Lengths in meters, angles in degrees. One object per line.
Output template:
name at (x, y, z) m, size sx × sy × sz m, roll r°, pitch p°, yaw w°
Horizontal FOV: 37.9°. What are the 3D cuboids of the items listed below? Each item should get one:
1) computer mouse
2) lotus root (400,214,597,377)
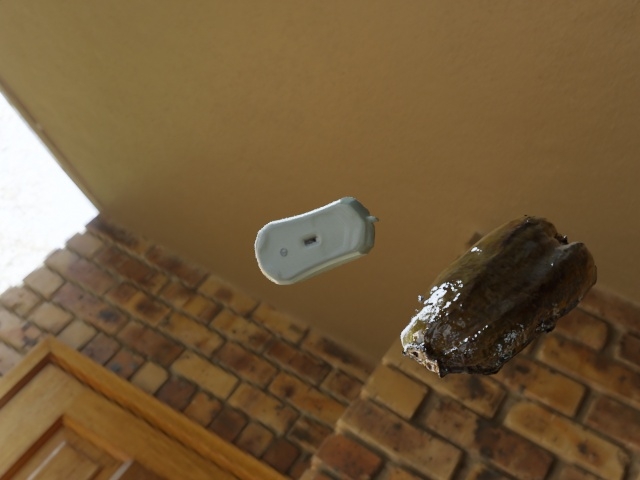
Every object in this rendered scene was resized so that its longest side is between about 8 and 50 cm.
computer mouse at (0.000, 0.000, 0.781) m, size 0.110 × 0.032 × 0.055 m, roll -20°, pitch -97°, yaw 16°
lotus root at (0.217, 0.051, 1.143) m, size 0.167 × 0.329 × 0.078 m, roll 22°, pitch -51°, yaw 32°
